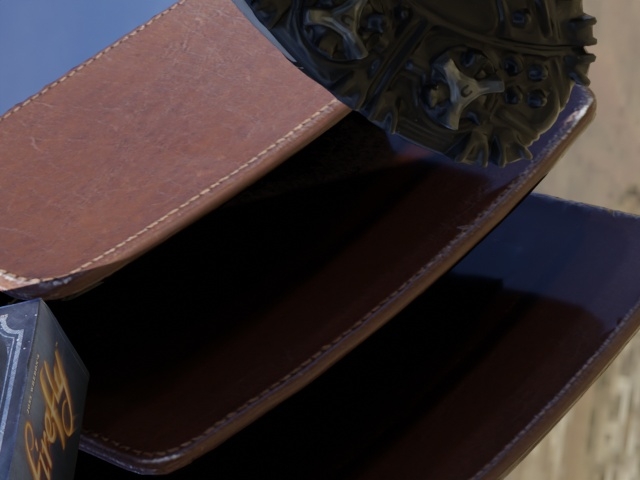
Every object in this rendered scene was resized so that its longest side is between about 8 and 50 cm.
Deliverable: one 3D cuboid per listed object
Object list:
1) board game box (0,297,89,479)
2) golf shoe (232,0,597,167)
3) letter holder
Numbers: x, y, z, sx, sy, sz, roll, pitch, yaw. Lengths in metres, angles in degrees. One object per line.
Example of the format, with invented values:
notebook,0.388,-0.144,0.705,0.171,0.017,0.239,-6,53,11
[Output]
board game box,-0.200,0.113,0.589,0.165,0.243,0.042,-89,-20,-46
golf shoe,-0.017,-0.097,0.437,0.077,0.198,0.094,-46,9,-6
letter holder,0.000,0.000,0.792,0.302,0.214,0.152,-39,-49,-36
